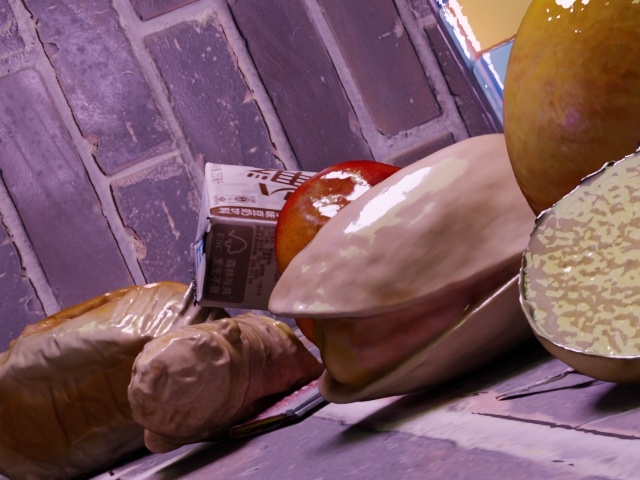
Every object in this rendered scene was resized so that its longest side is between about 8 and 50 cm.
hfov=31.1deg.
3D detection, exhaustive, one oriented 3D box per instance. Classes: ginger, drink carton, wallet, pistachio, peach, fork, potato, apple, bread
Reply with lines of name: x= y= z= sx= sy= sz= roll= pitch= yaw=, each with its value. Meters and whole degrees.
ginger: x=-0.101 y=0.151 z=1.302 sx=0.354 sy=0.126 sz=0.190 roll=-10 pitch=-46 yaw=-60
drink carton: x=-0.001 y=0.000 z=1.481 sx=0.325 sy=0.132 sz=0.194 roll=5 pitch=24 yaw=-11
wallet: x=-0.008 y=0.168 z=1.269 sx=0.103 sy=0.020 sz=0.196 roll=-26 pitch=-1 yaw=36
pistachio: x=0.111 y=0.026 z=0.988 sx=0.299 sy=0.187 sz=0.187 roll=-32 pitch=1 yaw=-12
peach: x=0.068 y=0.018 z=1.230 sx=0.243 sy=0.243 sz=0.199 roll=-24 pitch=14 yaw=38
fork: x=0.154 y=0.096 z=0.781 sx=0.016 sy=0.012 sz=0.115 roll=-15 pitch=-6 yaw=-32
potato: x=0.221 y=0.017 z=0.686 sx=0.200 sy=0.081 sz=0.164 roll=-19 pitch=45 yaw=28
apple: x=0.276 y=-0.097 z=0.833 sx=0.286 sy=0.286 sz=0.233 roll=-24 pitch=21 yaw=-20
bread: x=-0.288 y=0.195 z=1.552 sx=0.389 sy=0.236 sz=0.183 roll=-16 pitch=18 yaw=14

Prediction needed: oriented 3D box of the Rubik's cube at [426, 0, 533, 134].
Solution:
Rubik's cube: x=0.305 y=-0.181 z=1.189 sx=0.292 sy=0.290 sz=0.291 roll=-26 pitch=-41 yaw=7
